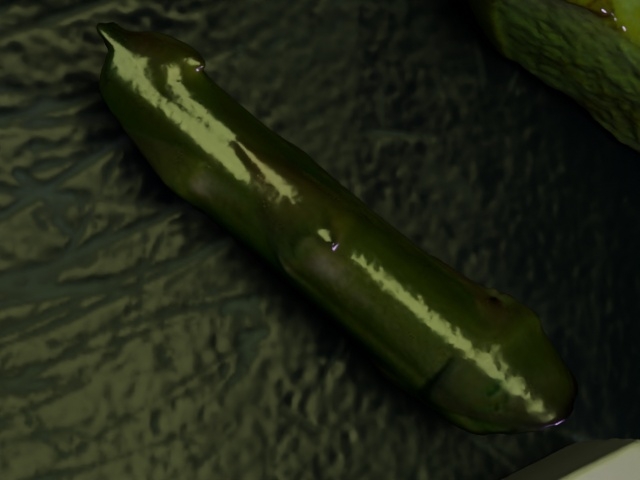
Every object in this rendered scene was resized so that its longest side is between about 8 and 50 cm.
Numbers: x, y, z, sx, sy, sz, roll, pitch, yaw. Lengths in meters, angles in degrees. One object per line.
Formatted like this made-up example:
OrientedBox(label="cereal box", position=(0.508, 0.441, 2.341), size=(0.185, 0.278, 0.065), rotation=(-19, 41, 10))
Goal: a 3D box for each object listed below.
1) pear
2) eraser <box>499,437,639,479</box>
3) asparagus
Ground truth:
OrientedBox(label="pear", position=(0.213, -0.209, 0.859), size=(0.255, 0.164, 0.238), rotation=(33, 74, -11))
OrientedBox(label="eraser", position=(0.063, 0.207, 0.778), size=(0.298, 0.076, 0.078), rotation=(-22, 89, -21))
OrientedBox(label="asparagus", position=(0.001, -0.001, 0.789), size=(0.343, 0.085, 0.082), rotation=(37, 78, -6))
